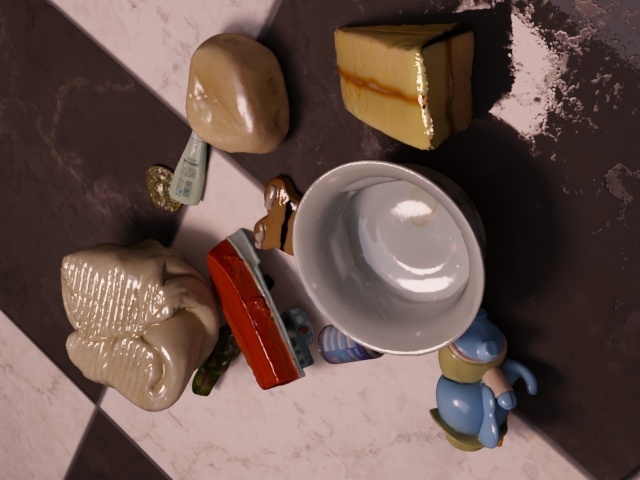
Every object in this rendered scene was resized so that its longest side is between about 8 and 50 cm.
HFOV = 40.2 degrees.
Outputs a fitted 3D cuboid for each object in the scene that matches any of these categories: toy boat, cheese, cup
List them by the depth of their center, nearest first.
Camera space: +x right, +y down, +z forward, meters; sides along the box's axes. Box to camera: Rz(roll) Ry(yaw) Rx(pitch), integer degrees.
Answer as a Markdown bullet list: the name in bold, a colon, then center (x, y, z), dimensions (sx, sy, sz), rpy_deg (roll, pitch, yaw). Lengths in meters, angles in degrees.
- **cup**: center (0.141, 0.007, 1.485), dimensions (0.347, 0.163, 0.347), rpy_deg (14, 119, 27)
- **cheese**: center (-0.162, -0.259, 1.609), dimensions (0.218, 0.117, 0.235), rpy_deg (-28, 92, 44)
- **toy boat**: center (-0.115, 0.132, 1.784), dimensions (0.331, 0.133, 0.145), rpy_deg (64, 152, 7)

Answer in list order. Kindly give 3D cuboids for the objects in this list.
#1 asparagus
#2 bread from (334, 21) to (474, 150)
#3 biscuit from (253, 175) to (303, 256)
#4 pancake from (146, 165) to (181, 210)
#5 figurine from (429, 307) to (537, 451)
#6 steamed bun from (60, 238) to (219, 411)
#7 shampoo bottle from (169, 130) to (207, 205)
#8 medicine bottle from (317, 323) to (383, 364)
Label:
- **asparagus**: center (-0.226, 0.255, 1.963), dimensions (0.080, 0.080, 0.287), rpy_deg (44, 137, 10)
- **bread**: center (0.098, -0.246, 1.390), dimensions (0.264, 0.163, 0.167), rpy_deg (7, 118, 35)
- **biscuit**: center (0.000, 0.000, 1.675), dimensions (0.302, 0.049, 0.196), rpy_deg (29, 130, 20)
- **pancake**: center (-0.336, -0.111, 1.883), dimensions (0.108, 0.017, 0.108), rpy_deg (17, 122, 29)
- **figurine**: center (0.276, 0.257, 1.537), dimensions (0.180, 0.154, 0.262), rpy_deg (35, 134, 32)
- **steamed bun**: center (-0.378, 0.156, 1.897), dimensions (0.368, 0.255, 0.342), rpy_deg (20, 109, 22)
- **shampoo bottle**: center (-0.261, -0.159, 1.784), dimensions (0.069, 0.041, 0.190), rpy_deg (25, 126, 7)
- **medicine bottle**: center (0.092, 0.187, 1.681), dimensions (0.203, 0.083, 0.083), rpy_deg (-18, 102, 40)
